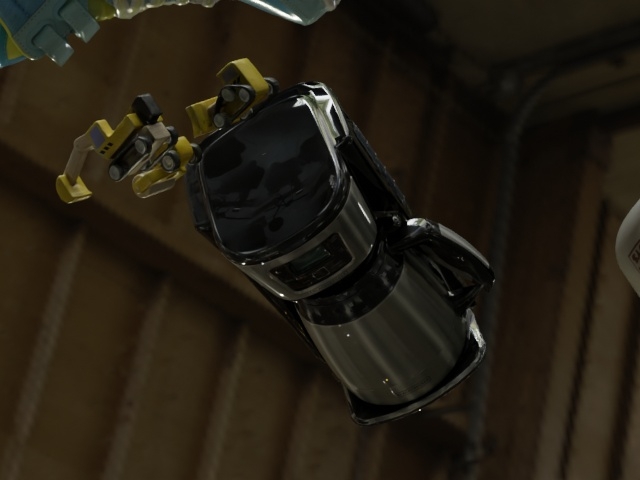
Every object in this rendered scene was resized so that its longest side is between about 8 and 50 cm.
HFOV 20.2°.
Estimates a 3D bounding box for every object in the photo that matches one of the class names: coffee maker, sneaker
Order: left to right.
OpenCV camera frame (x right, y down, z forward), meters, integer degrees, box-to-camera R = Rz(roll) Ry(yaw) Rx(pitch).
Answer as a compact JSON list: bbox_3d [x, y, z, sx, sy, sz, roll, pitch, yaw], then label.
[{"bbox_3d":[-0.154,-0.203,1.447,0.319,0.127,0.208,26,-88,-18],"label":"sneaker"},{"bbox_3d":[0.000,0.000,1.072,0.120,0.171,0.178,-44,-50,-8],"label":"coffee maker"}]

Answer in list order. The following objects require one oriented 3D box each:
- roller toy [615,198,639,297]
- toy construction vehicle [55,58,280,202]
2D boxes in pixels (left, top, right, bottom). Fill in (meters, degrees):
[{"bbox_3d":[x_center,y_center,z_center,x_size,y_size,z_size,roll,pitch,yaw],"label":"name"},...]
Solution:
[{"bbox_3d":[0.293,-0.004,1.151,0.146,0.191,0.209,56,-161,19],"label":"roller toy"},{"bbox_3d":[-0.080,-0.055,0.908,0.086,0.098,0.035,-24,-102,-47],"label":"toy construction vehicle"}]
